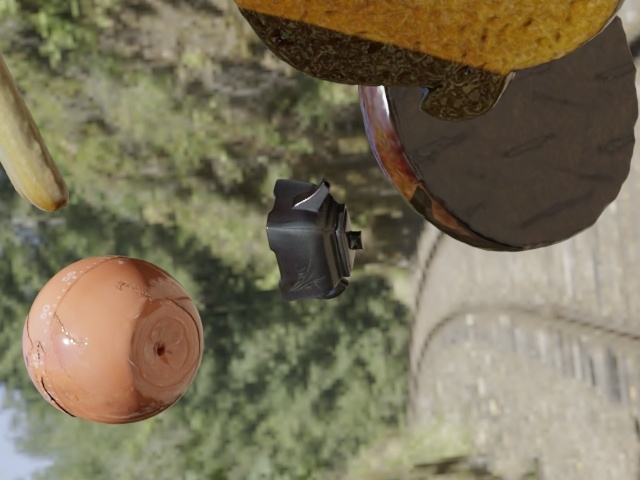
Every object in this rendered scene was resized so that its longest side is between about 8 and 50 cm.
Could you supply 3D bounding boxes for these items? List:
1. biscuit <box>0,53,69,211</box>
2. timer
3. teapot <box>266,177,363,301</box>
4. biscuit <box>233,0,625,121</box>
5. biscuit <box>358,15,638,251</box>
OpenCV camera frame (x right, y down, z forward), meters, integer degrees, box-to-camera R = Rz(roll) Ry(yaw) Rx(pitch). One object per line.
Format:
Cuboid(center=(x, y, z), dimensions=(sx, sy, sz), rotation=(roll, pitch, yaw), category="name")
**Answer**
Cuboid(center=(-0.436, -0.172, 2.039), dimensions=(0.290, 0.062, 0.237), rotation=(64, 167, -14), category="biscuit")
Cuboid(center=(-0.279, 0.133, 1.992), dimensions=(0.230, 0.215, 0.229), rotation=(-7, -81, -48), category="timer")
Cuboid(center=(0.000, 0.000, 1.666), dimensions=(0.087, 0.096, 0.177), rotation=(-80, -15, -46), category="teapot")
Cuboid(center=(0.094, -0.262, 1.319), dimensions=(0.070, 0.394, 0.350), rotation=(-64, -34, -44), category="biscuit")
Cuboid(center=(0.215, -0.184, 1.794), dimensions=(0.091, 0.408, 0.407), rotation=(-15, 79, 57), category="biscuit")
